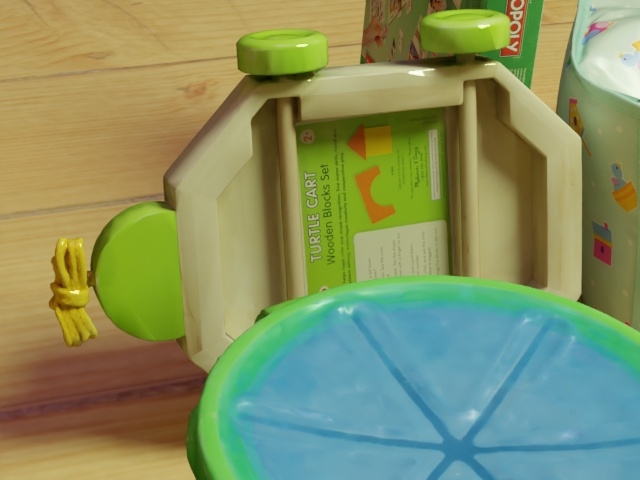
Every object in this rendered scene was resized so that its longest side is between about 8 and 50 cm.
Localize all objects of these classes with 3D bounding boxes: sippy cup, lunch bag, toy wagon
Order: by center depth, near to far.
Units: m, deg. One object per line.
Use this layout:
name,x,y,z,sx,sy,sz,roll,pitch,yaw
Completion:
sippy cup,0.057,0.169,0.700,0.240,0.224,0.305,6,32,4
toy wagon,0.000,0.000,0.929,0.344,0.267,0.068,-8,17,-15
lunch bag,0.247,-0.052,1.068,0.160,0.223,0.262,2,30,10

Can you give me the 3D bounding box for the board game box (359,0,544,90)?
board game box,0.085,-0.122,1.081,0.046,0.317,0.213,-6,33,-17
